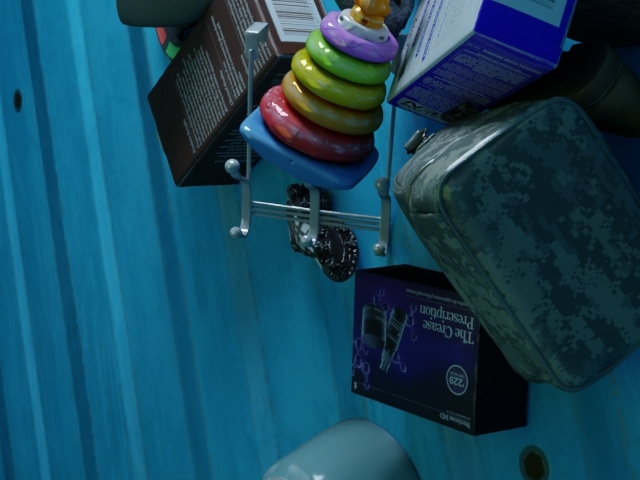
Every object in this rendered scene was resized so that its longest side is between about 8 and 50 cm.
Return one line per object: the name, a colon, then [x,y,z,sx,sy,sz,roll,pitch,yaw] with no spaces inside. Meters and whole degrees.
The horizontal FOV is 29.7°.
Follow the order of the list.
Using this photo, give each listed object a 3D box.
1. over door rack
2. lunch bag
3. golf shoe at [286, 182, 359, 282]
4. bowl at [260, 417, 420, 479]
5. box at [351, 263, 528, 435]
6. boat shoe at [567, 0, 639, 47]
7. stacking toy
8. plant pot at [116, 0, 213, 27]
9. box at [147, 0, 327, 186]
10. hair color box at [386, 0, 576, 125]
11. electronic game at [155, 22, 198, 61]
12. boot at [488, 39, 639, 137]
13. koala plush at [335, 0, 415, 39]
over door rack: [-0.008,-0.143,1.737,0.240,0.108,0.324,8,103,10]
lunch bag: [0.225,-0.004,1.369,0.305,0.213,0.256,54,168,-9]
golf shoe: [0.000,0.000,1.883,0.094,0.077,0.198,110,146,-45]
bowl: [0.007,0.433,1.821,0.312,0.163,0.311,7,99,55]
box: [0.159,0.142,1.641,0.261,0.103,0.184,11,104,53]
boat shoe: [0.378,-0.315,1.304,0.355,0.132,0.130,-20,51,57]
stacking toy: [0.034,-0.233,1.550,0.175,0.166,0.301,28,120,6]
plant pot: [-0.206,-0.475,1.988,0.284,0.191,0.284,13,-90,-89]
box: [-0.132,-0.263,1.981,0.381,0.143,0.191,-42,60,45]
hair color box: [0.192,-0.260,1.407,0.339,0.110,0.185,160,130,-76]
electronic game: [-0.244,-0.433,2.198,0.229,0.048,0.229,7,99,54]
boot: [0.287,-0.171,1.438,0.112,0.115,0.305,-57,21,0]
koala plush: [0.027,-0.380,1.619,0.196,0.221,0.203,-90,19,-68]
